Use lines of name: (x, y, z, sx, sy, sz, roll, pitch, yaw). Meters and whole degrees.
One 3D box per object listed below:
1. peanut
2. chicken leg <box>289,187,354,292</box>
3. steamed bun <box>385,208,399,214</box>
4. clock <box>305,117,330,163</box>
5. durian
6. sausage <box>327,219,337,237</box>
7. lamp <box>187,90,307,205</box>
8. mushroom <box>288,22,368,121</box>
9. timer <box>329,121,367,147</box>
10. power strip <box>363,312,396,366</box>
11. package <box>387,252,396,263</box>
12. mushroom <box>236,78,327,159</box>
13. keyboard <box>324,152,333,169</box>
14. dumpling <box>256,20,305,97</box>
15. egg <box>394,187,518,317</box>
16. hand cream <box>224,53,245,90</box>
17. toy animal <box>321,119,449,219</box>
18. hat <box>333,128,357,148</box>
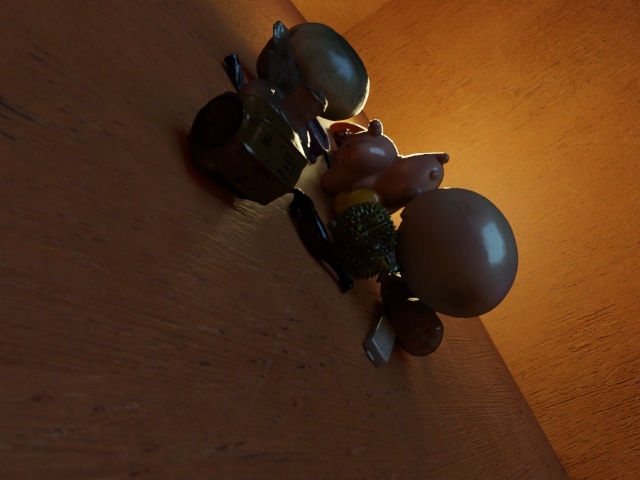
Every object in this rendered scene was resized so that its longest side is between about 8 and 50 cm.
peanut: (0.224, 0.178, 1.489, 0.137, 0.122, 0.253, 39, 20, -30)
chicken leg: (0.000, 0.000, 1.270, 0.253, 0.051, 0.106, 62, 10, 2)
steamed bun: (0.184, -0.167, 1.861, 0.200, 0.225, 0.170, 46, 59, -3)
clock: (-0.026, -0.299, 1.693, 0.152, 0.050, 0.110, 52, 30, -42)
durian: (0.096, 0.006, 1.372, 0.146, 0.159, 0.198, 12, 70, -27)
sausage: (0.055, 0.007, 1.473, 0.132, 0.024, 0.024, 62, 15, 9)
lamp: (-0.120, -0.151, 0.989, 0.185, 0.161, 0.161, 37, 26, -52)
mushroom: (-0.002, -0.533, 1.898, 0.352, 0.260, 0.352, 45, 24, -27)
timer: (0.160, -0.340, 2.332, 0.257, 0.161, 0.250, 39, 10, -50)
power strip: (0.137, 0.214, 1.318, 0.060, 0.027, 0.253, 58, 15, -1)
package: (0.219, 0.031, 1.926, 0.154, 0.030, 0.239, 60, 15, 8)
mushroom: (-0.076, -0.253, 1.230, 0.204, 0.204, 0.204, 52, 16, -22)
keyboard: (0.045, -0.209, 1.876, 0.061, 0.013, 0.204, 46, 20, -37)
dumpling: (-0.117, -0.434, 1.663, 0.086, 0.166, 0.332, 19, -32, 34)
egg: (0.321, 0.035, 1.399, 0.283, 0.283, 0.345, 47, 21, -36)
hand cream: (-0.186, -0.375, 1.442, 0.163, 0.039, 0.062, 64, 13, -3)
toy animal: (0.136, -0.187, 1.585, 0.278, 0.345, 0.246, -29, 99, -42)
hat: (0.124, -0.283, 2.063, 0.286, 0.107, 0.236, 57, -22, 25)
